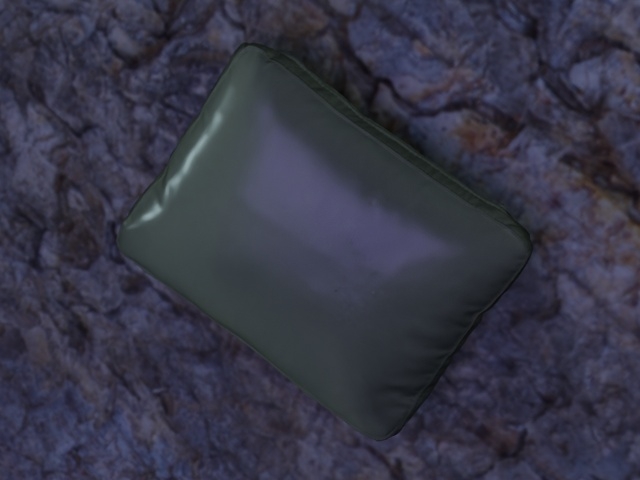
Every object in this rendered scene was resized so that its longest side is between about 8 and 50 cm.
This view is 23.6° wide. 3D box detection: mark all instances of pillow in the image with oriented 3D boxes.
[{"bbox_3d":[0.000,0.000,1.380,0.322,0.120,0.255,35,110,3],"label":"pillow"}]
